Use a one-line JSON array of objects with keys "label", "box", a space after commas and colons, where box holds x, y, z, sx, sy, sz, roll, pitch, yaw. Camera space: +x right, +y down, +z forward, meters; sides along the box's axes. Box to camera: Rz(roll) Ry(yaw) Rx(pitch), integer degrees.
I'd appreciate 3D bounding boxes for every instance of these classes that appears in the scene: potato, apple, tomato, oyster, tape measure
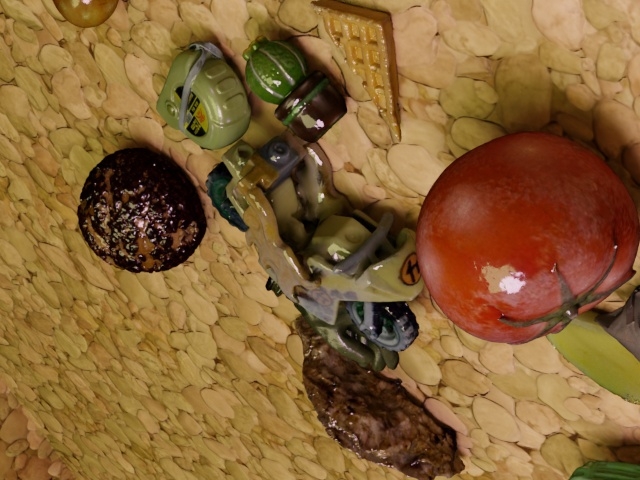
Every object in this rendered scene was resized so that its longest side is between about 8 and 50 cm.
[{"label": "potato", "box": [0.400, 0.149, 1.524, 0.198, 0.054, 0.119, 28, 144, 29]}, {"label": "apple", "box": [-0.363, -0.380, 1.678, 0.114, 0.099, 0.102, 34, 148, 8]}, {"label": "tomato", "box": [0.243, -0.008, 1.335, 0.265, 0.265, 0.265, 27, 143, 22]}, {"label": "oyster", "box": [0.085, 0.290, 1.900, 0.396, 0.204, 0.111, 38, 109, 3]}, {"label": "tape measure", "box": [-0.172, -0.213, 1.671, 0.154, 0.087, 0.177, 53, 150, 12]}]

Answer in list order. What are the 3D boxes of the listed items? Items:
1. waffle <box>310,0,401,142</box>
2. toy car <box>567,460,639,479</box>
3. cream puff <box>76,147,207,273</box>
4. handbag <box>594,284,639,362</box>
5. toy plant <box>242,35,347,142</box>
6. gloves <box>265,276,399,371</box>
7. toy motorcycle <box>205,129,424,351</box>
[{"label": "waffle", "box": [0.051, -0.227, 1.481, 0.125, 0.032, 0.191, 20, 138, 28]}, {"label": "toy car", "box": [0.509, 0.465, 1.659, 0.213, 0.176, 0.358, -4, 121, 47]}, {"label": "cream puff", "box": [-0.323, -0.043, 1.945, 0.239, 0.165, 0.239, 26, 140, 24]}, {"label": "handbag", "box": [0.457, 0.090, 1.348, 0.182, 0.117, 0.270, 47, 144, 10]}, {"label": "toy plant", "box": [-0.041, -0.216, 1.539, 0.162, 0.093, 0.093, 46, 146, 0]}, {"label": "gloves", "box": [0.029, 0.120, 1.809, 0.268, 0.135, 0.107, 43, 121, -13]}, {"label": "toy motorcycle", "box": [0.000, 0.000, 1.662, 0.410, 0.169, 0.237, 39, 145, 6]}]
